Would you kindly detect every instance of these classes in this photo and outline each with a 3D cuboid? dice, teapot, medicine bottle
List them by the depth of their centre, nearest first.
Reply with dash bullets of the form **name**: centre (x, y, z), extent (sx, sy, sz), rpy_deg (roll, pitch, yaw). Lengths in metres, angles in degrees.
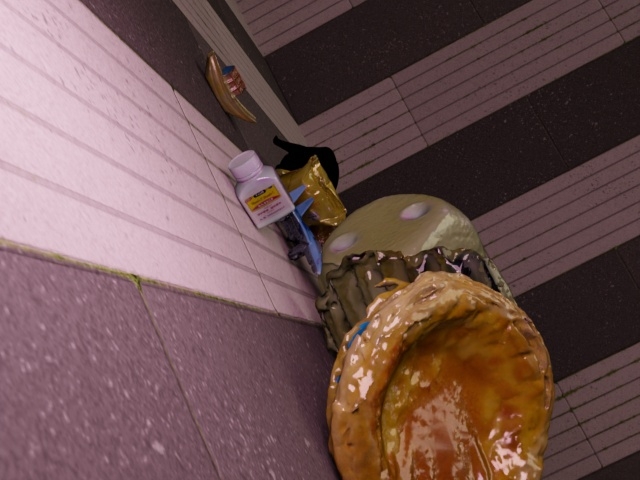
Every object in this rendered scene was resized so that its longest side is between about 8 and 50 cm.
- **medicine bottle**: centre (-0.101, -0.087, 1.306), extent (0.118, 0.074, 0.055), rpy_deg (60, 7, -27)
- **dice**: centre (0.162, 0.072, 1.544), extent (0.254, 0.250, 0.252), rpy_deg (-45, 122, -36)
- **teapot**: centre (-0.045, -0.155, 1.906), extent (0.232, 0.159, 0.159), rpy_deg (75, -5, -46)

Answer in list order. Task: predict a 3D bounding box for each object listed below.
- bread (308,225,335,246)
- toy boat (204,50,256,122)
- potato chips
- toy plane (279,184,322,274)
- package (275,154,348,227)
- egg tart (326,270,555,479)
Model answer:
- **bread**: centre (0.000, 0.000, 1.799), extent (0.085, 0.085, 0.053), rpy_deg (64, 10, 15)
- **toy boat**: centre (-0.187, -0.314, 1.649), extent (0.172, 0.066, 0.065), rpy_deg (61, 3, -28)
- **potato chips**: centre (0.174, 0.197, 1.306), extent (0.070, 0.358, 0.429), rpy_deg (-41, 111, -51)
- **toy plane**: centre (-0.041, -0.014, 1.524), extent (0.246, 0.078, 0.169), rpy_deg (-103, 166, -44)
- **package**: centre (-0.030, -0.092, 1.692), extent (0.226, 0.090, 0.168), rpy_deg (-7, -67, 63)
- **egg tart**: centre (0.160, 0.233, 1.107), extent (0.169, 0.388, 0.388), rpy_deg (-16, -76, 60)
